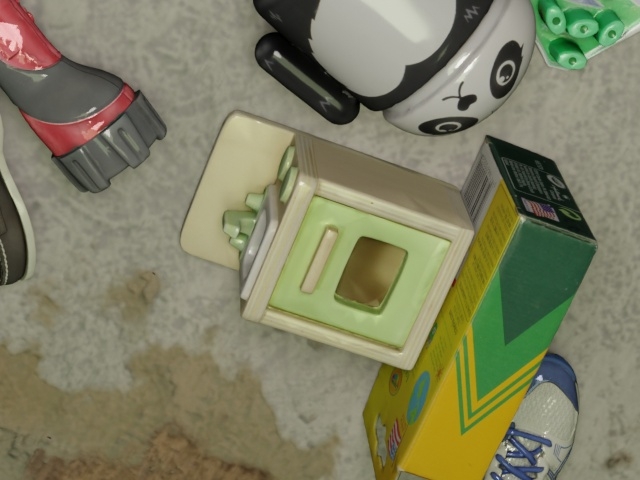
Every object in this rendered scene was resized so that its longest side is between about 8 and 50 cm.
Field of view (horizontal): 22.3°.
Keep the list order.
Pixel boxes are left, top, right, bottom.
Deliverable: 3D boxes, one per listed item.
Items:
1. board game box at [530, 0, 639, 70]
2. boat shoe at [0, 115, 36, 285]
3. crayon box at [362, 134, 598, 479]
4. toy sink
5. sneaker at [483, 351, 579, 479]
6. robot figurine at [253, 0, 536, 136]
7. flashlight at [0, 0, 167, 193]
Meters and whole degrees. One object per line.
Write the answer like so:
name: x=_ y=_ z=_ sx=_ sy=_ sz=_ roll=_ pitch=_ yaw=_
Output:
board game box: x=0.291 y=-0.390 z=1.387 sx=0.390 sy=0.050 sz=0.390 roll=-29 pitch=112 yaw=8
boat shoe: x=-0.315 y=-0.049 z=1.455 sx=0.069 sy=0.081 sz=0.227 roll=-33 pitch=130 yaw=-31
crayon box: x=0.138 y=0.087 z=1.499 sx=0.081 sy=0.202 sz=0.318 roll=19 pitch=112 yaw=-11
toy sink: x=0.000 y=0.000 z=1.489 sx=0.234 sy=0.131 sz=0.152 roll=20 pitch=110 yaw=-11
sneaker: x=0.191 y=0.256 z=1.613 sx=0.112 sy=0.131 sz=0.296 roll=14 pitch=110 yaw=-8
robot figurine: x=0.055 y=-0.209 z=1.379 sx=0.278 sy=0.209 sz=0.173 roll=39 pitch=70 yaw=-18
flashlight: x=-0.262 y=-0.183 z=1.414 sx=0.103 sy=0.103 sz=0.304 roll=-42 pitch=111 yaw=-15
